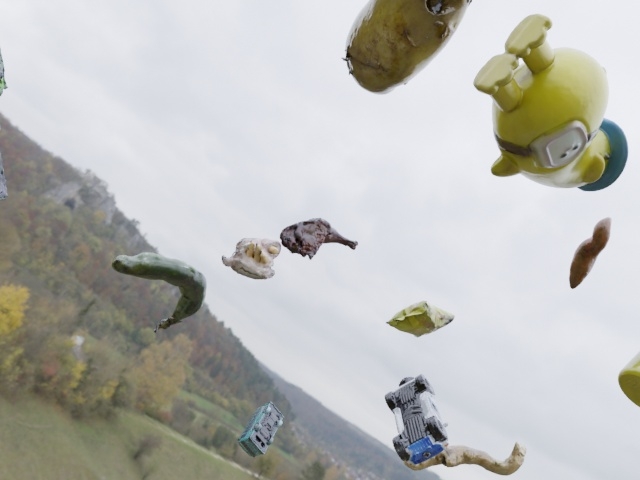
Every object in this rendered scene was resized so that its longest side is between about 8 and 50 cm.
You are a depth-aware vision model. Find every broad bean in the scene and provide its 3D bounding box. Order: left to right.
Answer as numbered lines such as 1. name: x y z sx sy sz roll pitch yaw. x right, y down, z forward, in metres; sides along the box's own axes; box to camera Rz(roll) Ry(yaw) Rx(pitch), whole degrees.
1. broad bean: -0.301 0.097 0.956 0.049 0.144 0.292 58 -17 30

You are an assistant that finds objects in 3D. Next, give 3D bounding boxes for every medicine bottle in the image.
1. medicine bottle: 0.777 0.275 1.058 0.122 0.212 0.122 48 -20 24

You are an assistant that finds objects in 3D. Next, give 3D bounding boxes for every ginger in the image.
1. ginger: 0.342 0.514 1.127 0.288 0.075 0.089 -3 -19 8

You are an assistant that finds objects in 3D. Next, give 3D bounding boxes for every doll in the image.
1. doll: 0.329 -0.155 0.679 0.363 0.199 0.145 28 21 -42

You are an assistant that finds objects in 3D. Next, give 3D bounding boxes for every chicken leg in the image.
1. chicken leg: -0.003 -0.006 1.094 0.053 0.205 0.093 -37 -110 55

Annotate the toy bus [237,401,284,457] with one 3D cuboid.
1. toy bus: -0.193 0.609 1.531 0.092 0.160 0.079 -34 -80 29

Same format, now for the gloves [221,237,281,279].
1. gloves: -0.143 0.036 1.029 0.110 0.094 0.144 11 10 4

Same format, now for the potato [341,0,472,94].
1. potato: 0.150 -0.388 0.875 0.300 0.140 0.172 -34 -110 53

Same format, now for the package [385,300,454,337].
1. package: 0.337 0.264 1.598 0.168 0.090 0.226 -30 -34 25

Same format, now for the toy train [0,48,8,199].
1. toy train: -0.329 -0.123 0.426 0.081 0.202 0.060 -5 4 -4

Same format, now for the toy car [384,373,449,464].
1. toy car: 0.162 0.293 0.794 0.070 0.080 0.170 51 14 -17

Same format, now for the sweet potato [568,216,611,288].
1. sweet potato: 0.681 0.032 1.216 0.058 0.202 0.055 33 28 34
